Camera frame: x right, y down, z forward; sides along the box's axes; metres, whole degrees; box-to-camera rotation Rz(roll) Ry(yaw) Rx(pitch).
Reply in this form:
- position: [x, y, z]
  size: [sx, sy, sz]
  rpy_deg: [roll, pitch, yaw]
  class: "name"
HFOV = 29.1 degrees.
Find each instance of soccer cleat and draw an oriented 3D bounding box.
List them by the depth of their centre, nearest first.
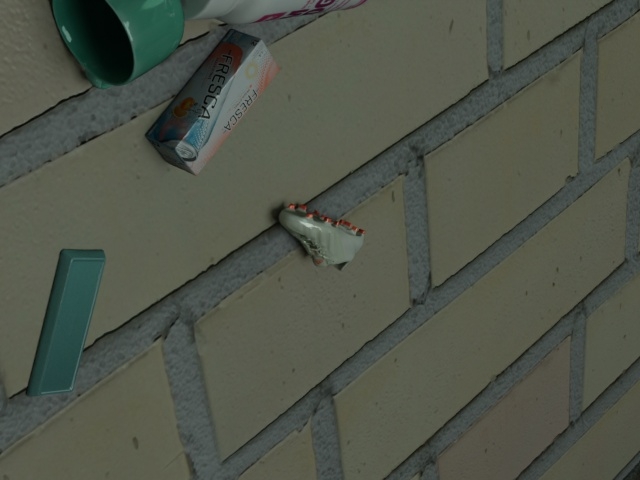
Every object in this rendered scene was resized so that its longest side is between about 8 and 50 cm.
- position: [0.000, 0.000, 1.789]
  size: [0.196, 0.068, 0.076]
  rpy_deg: [19, 98, -56]
  class: "soccer cleat"

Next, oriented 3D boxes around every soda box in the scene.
- position: [-0.132, -0.173, 1.533]
  size: [0.183, 0.058, 0.063]
  rpy_deg: [-54, 142, -15]
  class: "soda box"

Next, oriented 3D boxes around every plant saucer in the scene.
- position: [-0.308, 0.103, 1.509]
  size: [0.067, 0.018, 0.192]
  rpy_deg: [1, 110, -51]
  class: "plant saucer"

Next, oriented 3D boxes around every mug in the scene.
- position: [-0.218, -0.245, 1.345]
  size: [0.097, 0.158, 0.129]
  rpy_deg: [-40, 110, -31]
  class: "mug"

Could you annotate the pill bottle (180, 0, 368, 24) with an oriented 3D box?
- position: [-0.061, -0.338, 1.440]
  size: [0.283, 0.160, 0.160]
  rpy_deg: [-18, 123, -44]
  class: "pill bottle"
